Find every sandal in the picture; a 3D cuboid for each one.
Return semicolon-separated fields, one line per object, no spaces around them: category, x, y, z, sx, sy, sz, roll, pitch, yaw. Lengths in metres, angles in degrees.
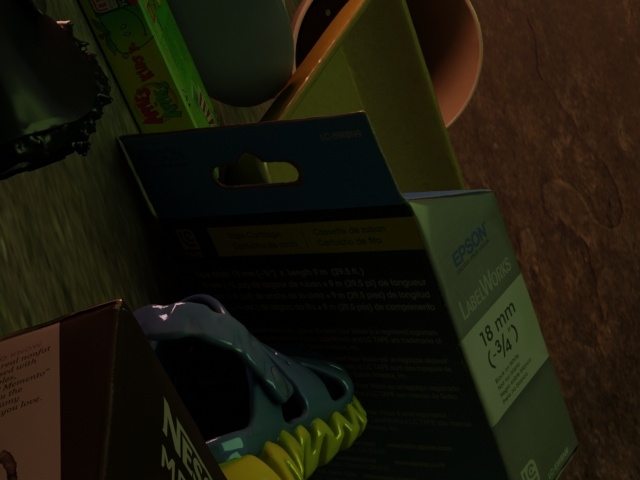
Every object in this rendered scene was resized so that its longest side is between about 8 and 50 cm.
sandal;-0.055;0.094;0.943;0.317;0.126;0.138;-21;89;-82

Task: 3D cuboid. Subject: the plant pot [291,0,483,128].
plant pot;0.059;-0.266;2.050;0.274;0.257;0.256;-135;-157;-73

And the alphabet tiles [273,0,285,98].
alphabet tiles;-0.082;-0.298;1.555;0.284;0.021;0.278;-126;-155;-63

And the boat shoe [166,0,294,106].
boat shoe;-0.124;-0.247;1.233;0.306;0.113;0.105;49;16;-30

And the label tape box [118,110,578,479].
label tape box;0.026;0.040;1.105;0.106;0.241;0.333;-42;120;-42

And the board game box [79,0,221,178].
board game box;-0.131;-0.138;1.174;0.092;0.043;0.181;-93;162;-61

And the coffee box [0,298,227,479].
coffee box;-0.093;0.185;0.514;0.297;0.119;0.168;-96;164;-53

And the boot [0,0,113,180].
boot;-0.180;-0.131;0.699;0.246;0.094;0.207;15;53;-86

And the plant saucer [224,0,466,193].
plant saucer;0.027;-0.031;1.377;0.333;0.081;0.332;-59;137;-47
